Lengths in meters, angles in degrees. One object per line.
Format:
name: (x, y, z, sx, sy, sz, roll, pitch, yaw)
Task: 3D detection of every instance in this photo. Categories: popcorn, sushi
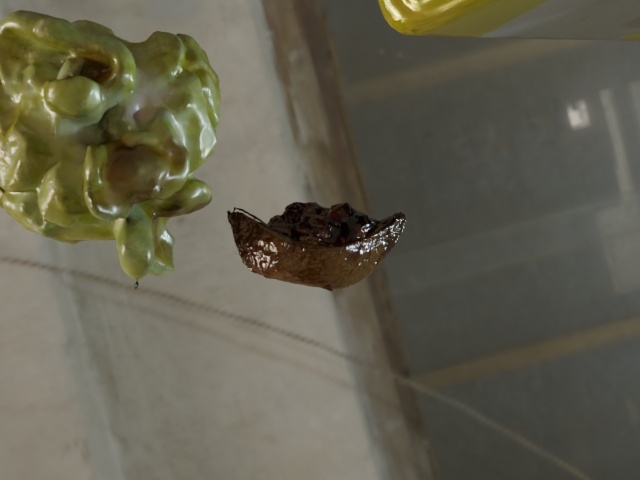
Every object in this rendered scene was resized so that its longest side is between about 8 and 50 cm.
popcorn: (-0.124, -0.058, 0.766, 0.135, 0.162, 0.141, -28, -161, 45)
sushi: (0.000, 0.000, 0.761, 0.099, 0.047, 0.050, 0, -161, -18)

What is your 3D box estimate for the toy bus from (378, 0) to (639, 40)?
toy bus: (0.202, -0.243, 0.797, 0.209, 0.249, 0.440, -29, 168, 37)
